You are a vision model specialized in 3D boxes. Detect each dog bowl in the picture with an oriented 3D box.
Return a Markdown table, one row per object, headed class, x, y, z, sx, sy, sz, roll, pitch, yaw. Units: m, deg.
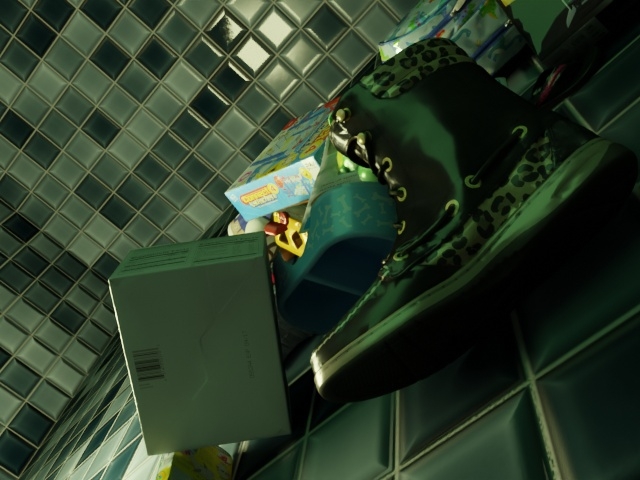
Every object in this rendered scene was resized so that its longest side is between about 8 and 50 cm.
| class | x | y | z | sx | sy | sz | roll | pitch | yaw |
| --- | --- | --- | --- | --- | --- | --- | --- | --- | --- |
| dog bowl | 0.036 | 0.039 | 0.912 | 0.297 | 0.166 | 0.074 | 128 | 155 | -48 |

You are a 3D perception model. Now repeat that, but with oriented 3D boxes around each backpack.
| class | x | y | z | sx | sy | sz | roll | pitch | yaw |
| --- | --- | --- | --- | --- | --- | --- | --- | --- | --- |
| backpack | 0.286 | -0.406 | 1.291 | 0.355 | 0.274 | 0.290 | -58 | 17 | 16 |

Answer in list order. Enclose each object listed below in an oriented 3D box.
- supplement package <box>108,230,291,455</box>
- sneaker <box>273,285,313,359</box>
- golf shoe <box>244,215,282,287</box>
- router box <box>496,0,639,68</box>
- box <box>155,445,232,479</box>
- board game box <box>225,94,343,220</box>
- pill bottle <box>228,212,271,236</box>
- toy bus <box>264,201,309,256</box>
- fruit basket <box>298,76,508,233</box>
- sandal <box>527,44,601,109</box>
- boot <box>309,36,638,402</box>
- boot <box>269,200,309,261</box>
| class | x | y | z | sx | sy | sz | roll | pitch | yaw |
| --- | --- | --- | --- | --- | --- | --- | --- | --- | --- |
| supplement package | -0.160 | 0.139 | 0.941 | 0.204 | 0.261 | 0.145 | -8 | 15 | -2 |
| sneaker | -0.083 | 0.146 | 1.141 | 0.319 | 0.112 | 0.131 | -49 | 16 | -6 |
| golf shoe | -0.156 | 0.036 | 1.490 | 0.105 | 0.120 | 0.272 | -44 | 36 | 34 |
| router box | 0.406 | -0.445 | 0.996 | 0.309 | 0.081 | 0.242 | -40 | 61 | 30 |
| box | -0.178 | 0.331 | 0.944 | 0.043 | 0.105 | 0.179 | -46 | 13 | 9 |
| board game box | -0.019 | -0.199 | 1.468 | 0.302 | 0.086 | 0.308 | -16 | 29 | 46 |
| pill bottle | -0.100 | -0.073 | 1.707 | 0.265 | 0.153 | 0.153 | -45 | 14 | 18 |
| toy bus | -0.003 | -0.005 | 1.315 | 0.202 | 0.191 | 0.104 | -72 | -19 | -65 |
| fruit basket | 0.132 | -0.153 | 1.013 | 0.327 | 0.165 | 0.353 | -17 | 22 | 19 |
| sandal | 0.338 | -0.226 | 0.993 | 0.179 | 0.040 | 0.067 | -41 | 15 | 29 |
| boot | 0.097 | -0.034 | 0.719 | 0.377 | 0.138 | 0.284 | -43 | 54 | 10 |
| boot | -0.009 | -0.049 | 1.514 | 0.283 | 0.109 | 0.220 | -57 | 30 | 3 |
